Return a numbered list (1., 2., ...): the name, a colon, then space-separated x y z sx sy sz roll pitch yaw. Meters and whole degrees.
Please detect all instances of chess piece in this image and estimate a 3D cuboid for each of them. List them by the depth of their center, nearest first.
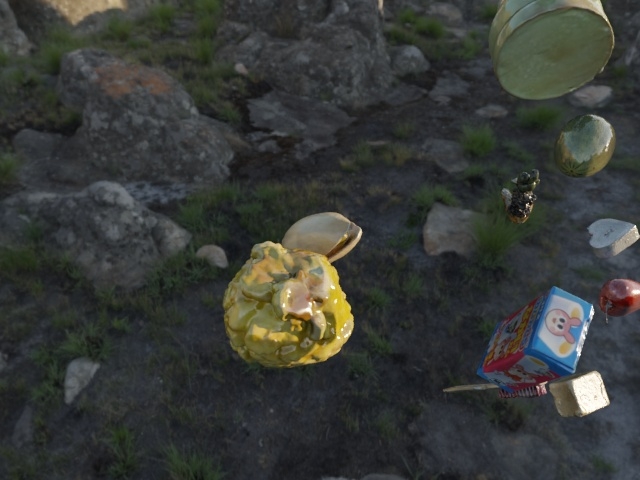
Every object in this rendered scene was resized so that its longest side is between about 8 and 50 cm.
1. chess piece: 0.461 -0.541 1.083 0.234 0.234 0.441 1 59 1

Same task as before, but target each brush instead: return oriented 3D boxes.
1. brush: 0.504 0.439 1.445 0.060 0.050 0.321 1 -16 -39

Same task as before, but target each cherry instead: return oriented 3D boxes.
1. cherry: 0.777 0.147 1.280 0.126 0.106 0.087 -1 43 -28

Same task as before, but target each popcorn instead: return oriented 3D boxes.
1. popcorn: -0.103 0.196 1.439 0.354 0.390 0.344 -27 53 7

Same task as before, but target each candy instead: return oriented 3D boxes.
1. candy: 0.473 0.234 1.116 0.100 0.306 0.157 29 67 8

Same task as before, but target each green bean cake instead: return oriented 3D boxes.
1. green bean cake: 0.803 0.476 1.533 0.179 0.085 0.109 -4 70 -35

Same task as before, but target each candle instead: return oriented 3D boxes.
1. candle: 1.144 -0.018 1.935 0.169 0.068 0.192 -16 29 36

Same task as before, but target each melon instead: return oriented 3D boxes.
1. melon: 0.472 -0.168 0.886 0.098 0.098 0.130 20 55 26

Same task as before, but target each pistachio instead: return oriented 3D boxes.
1. pistachio: 0.000 0.000 1.736 0.318 0.193 0.213 -19 45 45

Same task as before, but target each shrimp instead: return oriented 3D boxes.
1. shrimp: 0.700 -0.163 1.775 0.059 0.145 0.254 11 38 -2

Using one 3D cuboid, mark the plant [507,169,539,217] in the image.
1. plant: 0.622 -0.144 1.510 0.085 0.174 0.087 -4 41 0
